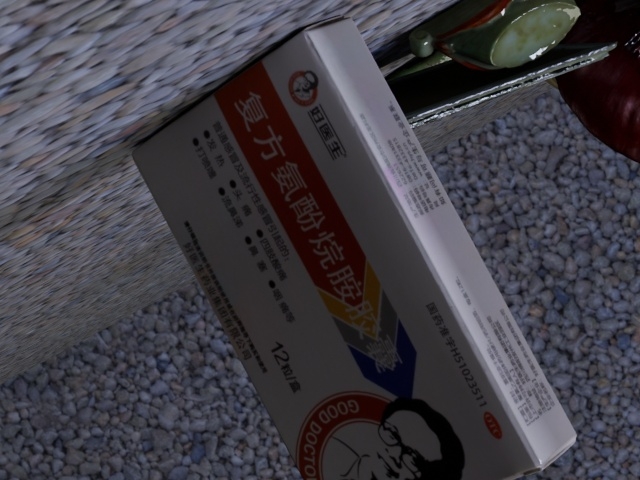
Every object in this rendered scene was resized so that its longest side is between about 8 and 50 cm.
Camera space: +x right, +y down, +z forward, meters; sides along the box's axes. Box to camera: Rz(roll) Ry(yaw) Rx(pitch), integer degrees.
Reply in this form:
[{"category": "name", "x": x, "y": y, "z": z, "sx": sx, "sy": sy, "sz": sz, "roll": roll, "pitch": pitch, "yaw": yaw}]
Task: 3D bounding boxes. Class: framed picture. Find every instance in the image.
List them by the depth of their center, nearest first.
[{"category": "framed picture", "x": 0.112, "y": -0.142, "z": 1.504, "sx": 0.274, "sy": 0.017, "sz": 0.217, "roll": -21, "pitch": -165, "yaw": -22}]

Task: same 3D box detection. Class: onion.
[{"category": "onion", "x": 0.369, "y": -0.175, "z": 1.608, "sx": 0.273, "sy": 0.273, "sz": 0.285, "roll": -28, "pitch": 145, "yaw": -6}]

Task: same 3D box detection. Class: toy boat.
[{"category": "toy boat", "x": 0.172, "y": -0.200, "z": 1.437, "sx": 0.185, "sy": 0.071, "sz": 0.089, "roll": -27, "pitch": 136, "yaw": -16}]

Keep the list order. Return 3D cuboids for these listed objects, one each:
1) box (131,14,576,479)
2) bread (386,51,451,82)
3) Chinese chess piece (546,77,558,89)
[{"category": "box", "x": 0.018, "y": 0.037, "z": 1.201, "sx": 0.214, "sy": 0.353, "sz": 0.069, "roll": -29, "pitch": 179, "yaw": 41}, {"category": "bread", "x": 0.162, "y": -0.202, "z": 1.743, "sx": 0.228, "sy": 0.033, "sz": 0.228, "roll": -29, "pitch": 178, "yaw": -1}, {"category": "Chinese chess piece", "x": 0.372, "y": -0.187, "z": 1.827, "sx": 0.102, "sy": 0.273, "sz": 0.273, "roll": -62, "pitch": 177, "yaw": 1}]
